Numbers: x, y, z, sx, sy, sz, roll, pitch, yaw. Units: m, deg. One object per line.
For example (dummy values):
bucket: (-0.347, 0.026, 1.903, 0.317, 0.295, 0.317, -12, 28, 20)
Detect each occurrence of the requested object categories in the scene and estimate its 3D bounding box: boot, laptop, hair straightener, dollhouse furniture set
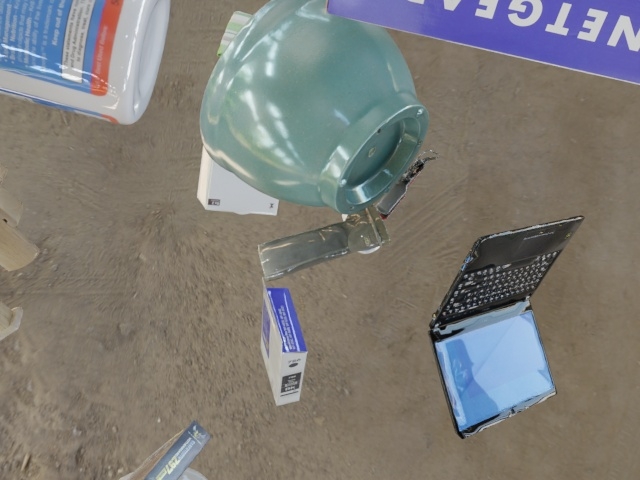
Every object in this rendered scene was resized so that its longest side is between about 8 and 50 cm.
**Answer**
boot: (-0.001, -0.002, 1.068, 0.209, 0.189, 0.076, -22, 103, 2)
laptop: (0.284, 0.117, 0.909, 0.234, 0.136, 0.264, -10, 136, -36)
hair straightener: (0.227, -0.152, 1.659, 0.047, 0.089, 0.230, 43, 79, 13)
dollhouse furniture set: (-0.526, -0.011, 0.994, 0.286, 0.303, 0.198, -30, 124, 8)

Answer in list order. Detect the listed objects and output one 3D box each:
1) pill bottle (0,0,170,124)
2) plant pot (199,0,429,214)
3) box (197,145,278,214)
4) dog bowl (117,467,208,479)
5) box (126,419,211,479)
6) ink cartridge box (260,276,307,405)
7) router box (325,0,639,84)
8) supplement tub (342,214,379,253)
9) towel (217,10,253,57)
pill bottle: (-0.231, -0.169, 0.465, 0.222, 0.124, 0.124, 14, 90, -9)
plant pot: (0.016, -0.158, 0.855, 0.293, 0.293, 0.196, -44, 67, -7)
box: (-0.192, -0.166, 1.560, 0.181, 0.119, 0.181, 3, 107, -24)
dog bowl: (-0.387, 0.712, 1.517, 0.349, 0.102, 0.348, -6, 105, -24)
box: (-0.348, 0.493, 1.338, 0.059, 0.183, 0.233, 46, 124, -3)
ink cartridge box: (-0.085, 0.228, 1.434, 0.065, 0.332, 0.165, -11, 57, -13)
router box: (0.201, -0.296, 0.678, 0.336, 0.301, 0.082, 14, 132, 4)
supplement tub: (0.101, -0.028, 1.551, 0.071, 0.071, 0.107, -31, 122, -10)
towel: (-0.146, -0.418, 1.349, 0.113, 0.023, 0.152, 14, 54, -3)
